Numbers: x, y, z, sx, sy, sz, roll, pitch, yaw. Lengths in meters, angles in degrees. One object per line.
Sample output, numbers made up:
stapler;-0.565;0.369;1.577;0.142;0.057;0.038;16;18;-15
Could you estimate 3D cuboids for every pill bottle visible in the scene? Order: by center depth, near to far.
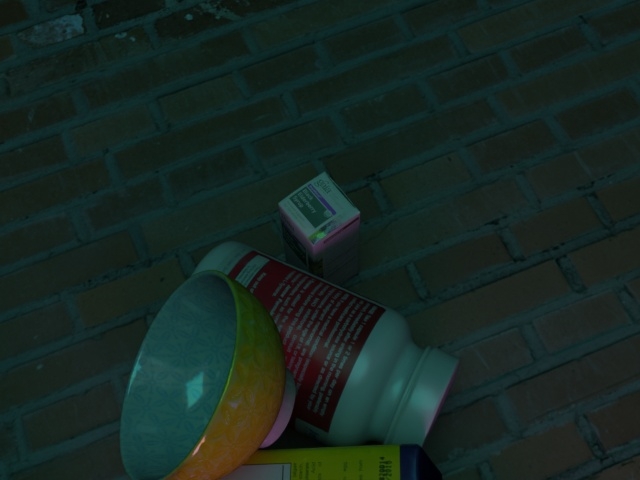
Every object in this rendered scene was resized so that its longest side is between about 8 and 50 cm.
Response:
pill bottle;-0.008;0.175;1.360;0.408;0.229;0.229;23;68;13

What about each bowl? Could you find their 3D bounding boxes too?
bowl;-0.127;0.199;1.177;0.156;0.289;0.289;26;61;-29

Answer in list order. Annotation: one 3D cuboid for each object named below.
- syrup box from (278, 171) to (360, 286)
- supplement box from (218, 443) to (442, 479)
syrup box;0.000;0.000;1.438;0.096;0.237;0.093;-36;69;-14
supplement box;-0.019;0.402;1.231;0.357;0.195;0.194;-5;63;15
